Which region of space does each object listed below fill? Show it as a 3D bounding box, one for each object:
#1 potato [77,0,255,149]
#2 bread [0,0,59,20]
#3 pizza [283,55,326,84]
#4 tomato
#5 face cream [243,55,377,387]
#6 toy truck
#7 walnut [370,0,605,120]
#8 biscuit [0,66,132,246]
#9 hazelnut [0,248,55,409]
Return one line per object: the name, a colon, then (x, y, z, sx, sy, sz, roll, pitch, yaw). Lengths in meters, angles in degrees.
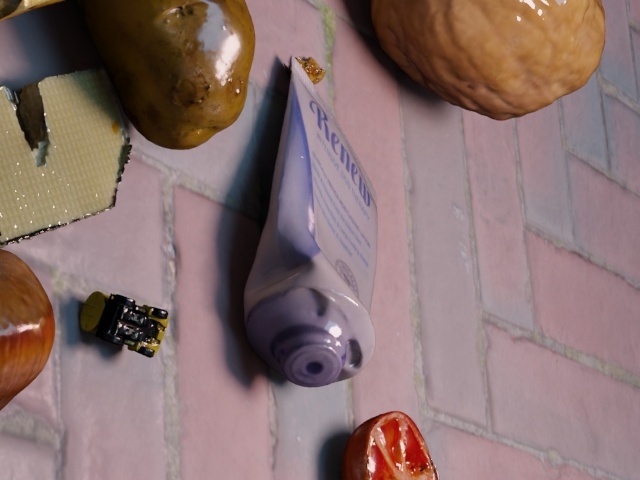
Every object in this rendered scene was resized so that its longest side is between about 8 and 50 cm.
potato: (-0.179, -0.271, 1.862, 0.369, 0.176, 0.195, 64, 24, -7)
bread: (-0.302, -0.273, 1.652, 0.264, 0.168, 0.163, -38, 112, -68)
pizza: (-0.017, -0.206, 2.254, 0.083, 0.016, 0.037, 0, 71, -57)
tomato: (0.067, 0.270, 2.130, 0.155, 0.069, 0.155, 25, 60, -53)
face cream: (0.000, 0.000, 2.123, 0.235, 0.137, 0.420, 56, 25, -34)
toy truck: (-0.188, 0.080, 1.806, 0.083, 0.054, 0.049, 26, 82, -52)
walnut: (0.212, -0.321, 2.421, 0.344, 0.306, 0.306, 28, 54, -53)
biscuit: (-0.264, -0.083, 1.762, 0.250, 0.046, 0.147, -25, 97, -59)
hazelnut: (-0.300, 0.081, 1.565, 0.150, 0.150, 0.150, 32, 51, -50)
